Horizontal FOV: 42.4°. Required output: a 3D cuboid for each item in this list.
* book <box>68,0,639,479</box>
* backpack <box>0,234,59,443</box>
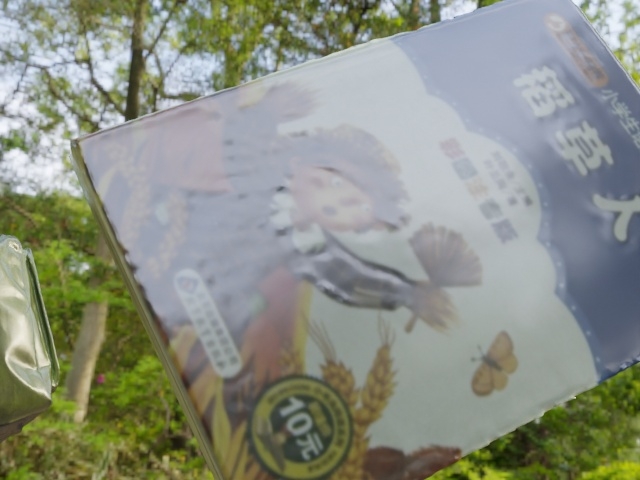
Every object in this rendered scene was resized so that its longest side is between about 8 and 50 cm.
[{"bbox_3d":[0.082,-0.012,0.584,0.428,0.300,0.039,-23,-18,-21],"label":"book"},{"bbox_3d":[-0.371,0.111,0.820,0.140,0.207,0.253,-3,-18,-44],"label":"backpack"}]
